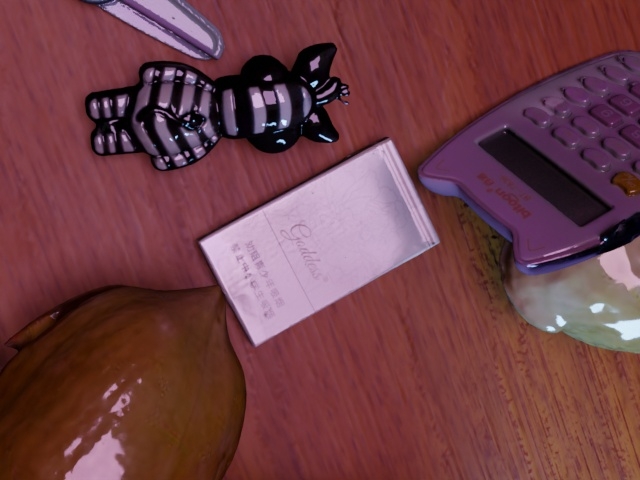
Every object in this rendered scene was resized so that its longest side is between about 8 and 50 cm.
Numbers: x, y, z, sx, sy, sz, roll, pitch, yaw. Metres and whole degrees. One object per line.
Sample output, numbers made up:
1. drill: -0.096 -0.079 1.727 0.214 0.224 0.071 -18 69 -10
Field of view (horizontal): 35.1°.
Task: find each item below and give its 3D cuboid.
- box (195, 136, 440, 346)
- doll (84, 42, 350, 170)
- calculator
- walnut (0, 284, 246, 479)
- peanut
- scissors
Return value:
1. box: 0.000 0.000 0.899 0.198 0.029 0.109 -29 101 -12
2. doll: -0.083 -0.111 0.847 0.219 0.067 0.091 -8 108 -9
3. calculator: 0.246 -0.079 0.902 0.294 0.194 0.043 -29 139 -17
4. walnut: -0.165 0.157 0.775 0.203 0.203 0.298 43 83 -15
5. peanut: 0.336 0.012 0.936 0.340 0.158 0.174 -26 124 -10
6. scissors: -0.189 -0.223 0.827 0.256 0.030 0.125 32 87 -16
